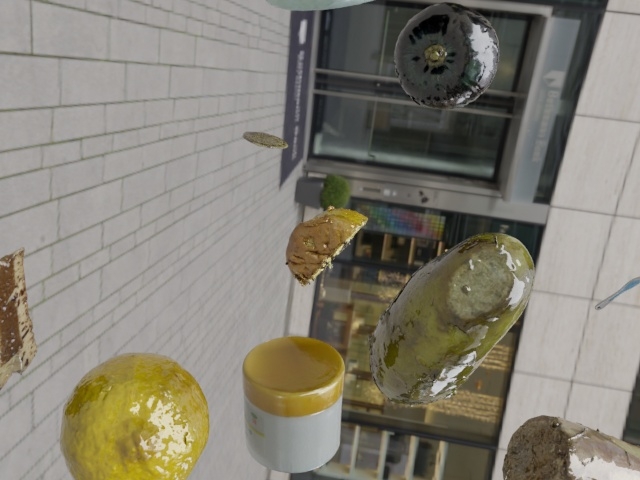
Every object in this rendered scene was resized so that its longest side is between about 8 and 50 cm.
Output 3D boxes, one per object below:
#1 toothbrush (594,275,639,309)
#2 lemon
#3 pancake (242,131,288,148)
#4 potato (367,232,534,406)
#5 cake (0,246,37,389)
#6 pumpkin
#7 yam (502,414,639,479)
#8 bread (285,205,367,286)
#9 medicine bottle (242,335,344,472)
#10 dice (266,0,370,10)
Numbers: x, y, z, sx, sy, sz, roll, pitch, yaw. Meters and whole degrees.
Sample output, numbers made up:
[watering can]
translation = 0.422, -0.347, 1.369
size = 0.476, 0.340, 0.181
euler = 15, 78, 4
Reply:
[toothbrush]
translation = 0.538, 0.079, 1.013
size = 0.162, 0.014, 0.017
euler = -53, 178, 41
[lemon]
translation = -0.247, 0.247, 0.785
size = 0.231, 0.192, 0.192
euler = -178, -83, -69
[pancake]
translation = -0.132, -0.240, 1.394
size = 0.115, 0.115, 0.011
euler = -68, 172, -67
[potato]
translation = 0.126, 0.080, 0.597
size = 0.149, 0.113, 0.251
euler = -42, 160, -41
[cake]
translation = -0.458, 0.096, 0.746
size = 0.112, 0.135, 0.246
euler = -68, 179, -46
[pumpkin]
translation = 0.278, -0.404, 1.291
size = 0.163, 0.233, 0.233
euler = -11, 112, -59
[yam]
translation = 0.369, 0.321, 0.793
size = 0.129, 0.238, 0.128
euler = -29, -138, 62
[bread]
translation = 0.001, -0.002, 1.652
size = 0.260, 0.147, 0.160
euler = -51, 174, 32
[medicine bottle]
translation = -0.066, 0.384, 1.389
size = 0.238, 0.238, 0.232
euler = -69, 163, -66
[dice]
translation = 0.014, -0.586, 1.062
size = 0.268, 0.263, 0.264
euler = -45, 137, -38
